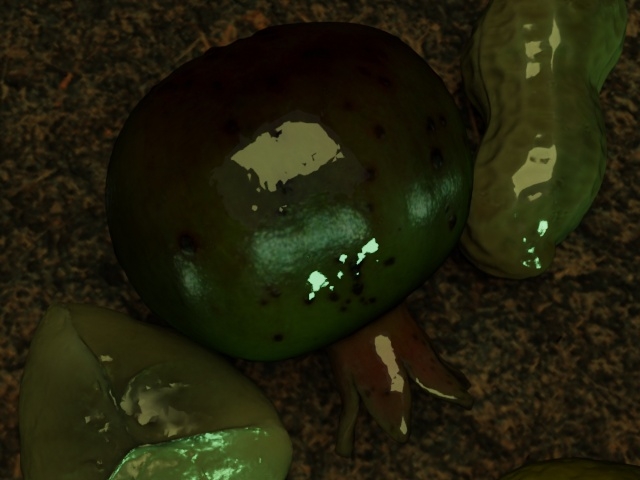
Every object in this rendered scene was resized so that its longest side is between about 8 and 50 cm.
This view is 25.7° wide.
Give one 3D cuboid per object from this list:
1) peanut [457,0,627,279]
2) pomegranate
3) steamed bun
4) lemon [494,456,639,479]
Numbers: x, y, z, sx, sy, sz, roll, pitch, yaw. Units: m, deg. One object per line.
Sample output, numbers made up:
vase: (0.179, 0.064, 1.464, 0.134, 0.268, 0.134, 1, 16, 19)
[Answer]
peanut: (0.180, -0.109, 1.193, 0.136, 0.120, 0.298, 4, 71, 22)
pomegranate: (-0.007, -0.013, 1.098, 0.291, 0.291, 0.323, -38, 118, -14)
steamed bun: (-0.129, 0.148, 1.092, 0.213, 0.110, 0.231, -5, 75, -6)
lemon: (0.204, 0.281, 1.003, 0.267, 0.267, 0.267, 1, 72, -4)
